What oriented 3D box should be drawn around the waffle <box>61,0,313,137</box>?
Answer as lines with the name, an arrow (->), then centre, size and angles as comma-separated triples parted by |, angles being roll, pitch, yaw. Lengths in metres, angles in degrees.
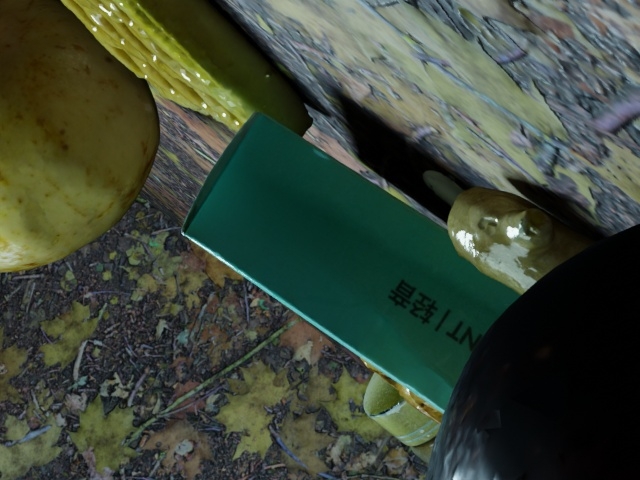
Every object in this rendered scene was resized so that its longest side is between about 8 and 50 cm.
waffle -> -0.139, -0.180, 1.325 | 0.248, 0.055, 0.221 | 31, 170, 49

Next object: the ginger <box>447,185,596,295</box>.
ginger -> 0.203, 0.065, 1.021 | 0.299, 0.065, 0.118 | 37, 160, 8

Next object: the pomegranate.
pomegranate -> -0.342, -0.134, 1.705 | 0.342, 0.342, 0.342 | 39, 174, 5

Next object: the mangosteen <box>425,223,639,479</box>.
mangosteen -> 0.186, 0.125, 0.593 | 0.330, 0.330, 0.330 | 39, 174, 5

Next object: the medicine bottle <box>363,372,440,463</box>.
medicine bottle -> 0.211, 0.221, 1.699 | 0.322, 0.151, 0.151 | 41, 174, -14

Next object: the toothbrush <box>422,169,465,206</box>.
toothbrush -> 0.173, 0.024, 1.120 | 0.263, 0.026, 0.022 | 40, 174, 23

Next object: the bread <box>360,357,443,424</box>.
bread -> 0.131, 0.110, 1.467 | 0.198, 0.120, 0.236 | 33, 173, -7

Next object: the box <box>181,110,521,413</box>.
box -> 0.068, 0.043, 1.236 | 0.311, 0.118, 0.205 | 33, -177, 21
